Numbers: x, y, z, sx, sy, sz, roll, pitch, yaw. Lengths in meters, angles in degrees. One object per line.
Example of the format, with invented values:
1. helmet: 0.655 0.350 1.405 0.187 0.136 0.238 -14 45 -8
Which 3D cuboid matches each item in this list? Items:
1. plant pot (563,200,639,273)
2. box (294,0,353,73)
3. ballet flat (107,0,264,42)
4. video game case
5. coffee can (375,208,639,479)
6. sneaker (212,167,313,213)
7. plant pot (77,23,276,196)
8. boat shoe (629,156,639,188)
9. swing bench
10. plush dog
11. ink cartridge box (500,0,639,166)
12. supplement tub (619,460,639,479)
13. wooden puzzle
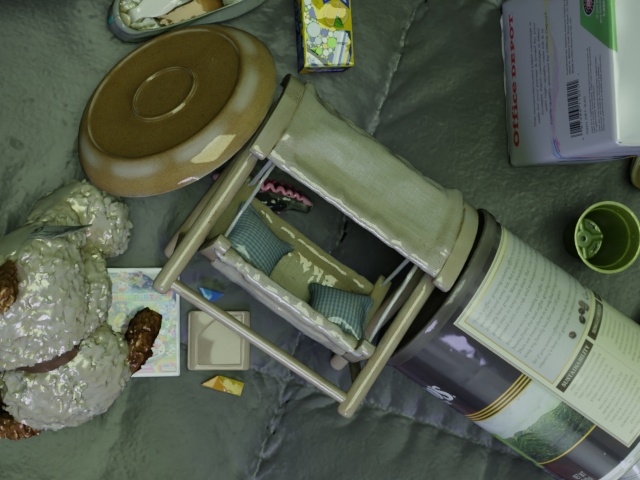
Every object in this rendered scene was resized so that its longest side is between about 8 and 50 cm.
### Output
1. plant pot: 0.322 -0.003 1.540 0.083 0.079 0.083 0 88 -12
2. box: 0.001 -0.277 1.495 0.059 0.054 0.169 -3 90 -11
3. ballet flat: -0.134 -0.275 1.460 0.213 0.068 0.072 -23 92 -11
4. video game case: -0.201 0.091 1.468 0.087 0.011 0.122 0 89 -11
5. coffee can: 0.230 0.124 1.456 0.275 0.201 0.201 35 82 -9
6. sneaker: -0.069 -0.042 1.485 0.119 0.047 0.057 13 100 -6
7. plant pot: -0.159 -0.148 1.384 0.236 0.236 0.032 -42 136 -9
8. boat shoe: 0.414 -0.131 1.585 0.056 0.048 0.153 24 91 -22
9. swing bench: 0.000 0.000 1.394 0.253 0.165 0.254 35 100 -11
10. plush dog: -0.283 0.095 1.369 0.262 0.210 0.225 -27 117 -6
11. ink cartridge box: 0.307 -0.191 1.442 0.117 0.278 0.201 -3 89 -15
12. supplement tub: 0.384 0.271 1.551 0.071 0.071 0.107 -34 95 -10
13. wooden puzzle: -0.115 0.114 1.484 0.079 0.014 0.116 8 87 -15
